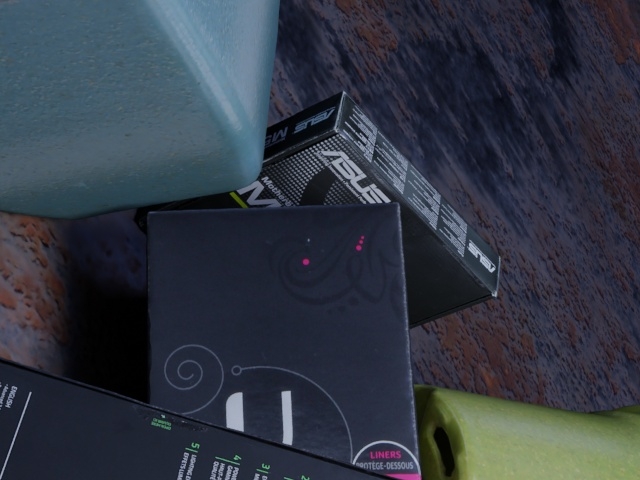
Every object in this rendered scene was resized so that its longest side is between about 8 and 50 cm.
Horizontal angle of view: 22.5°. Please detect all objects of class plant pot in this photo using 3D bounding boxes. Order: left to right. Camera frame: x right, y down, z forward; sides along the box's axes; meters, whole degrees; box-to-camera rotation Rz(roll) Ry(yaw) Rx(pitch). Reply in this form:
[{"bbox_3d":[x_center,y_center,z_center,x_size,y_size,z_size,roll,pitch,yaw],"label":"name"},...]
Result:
[{"bbox_3d":[-0.145,-0.148,0.987,0.252,0.248,0.247,56,31,-49],"label":"plant pot"},{"bbox_3d":[0.136,0.222,1.165,0.254,0.276,0.276,22,54,-34],"label":"plant pot"}]

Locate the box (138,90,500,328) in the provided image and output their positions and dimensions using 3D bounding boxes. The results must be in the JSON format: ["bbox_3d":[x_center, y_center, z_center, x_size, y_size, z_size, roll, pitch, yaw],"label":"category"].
[{"bbox_3d":[0.000,0.000,1.138,0.190,0.184,0.045,45,41,-31],"label":"box"}]

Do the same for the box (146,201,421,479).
[{"bbox_3d":[-0.025,0.126,1.011,0.143,0.165,0.270,94,-7,-64],"label":"box"}]

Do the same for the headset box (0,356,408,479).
[{"bbox_3d":[-0.106,0.212,0.777,0.283,0.131,0.246,17,56,-5],"label":"headset box"}]
